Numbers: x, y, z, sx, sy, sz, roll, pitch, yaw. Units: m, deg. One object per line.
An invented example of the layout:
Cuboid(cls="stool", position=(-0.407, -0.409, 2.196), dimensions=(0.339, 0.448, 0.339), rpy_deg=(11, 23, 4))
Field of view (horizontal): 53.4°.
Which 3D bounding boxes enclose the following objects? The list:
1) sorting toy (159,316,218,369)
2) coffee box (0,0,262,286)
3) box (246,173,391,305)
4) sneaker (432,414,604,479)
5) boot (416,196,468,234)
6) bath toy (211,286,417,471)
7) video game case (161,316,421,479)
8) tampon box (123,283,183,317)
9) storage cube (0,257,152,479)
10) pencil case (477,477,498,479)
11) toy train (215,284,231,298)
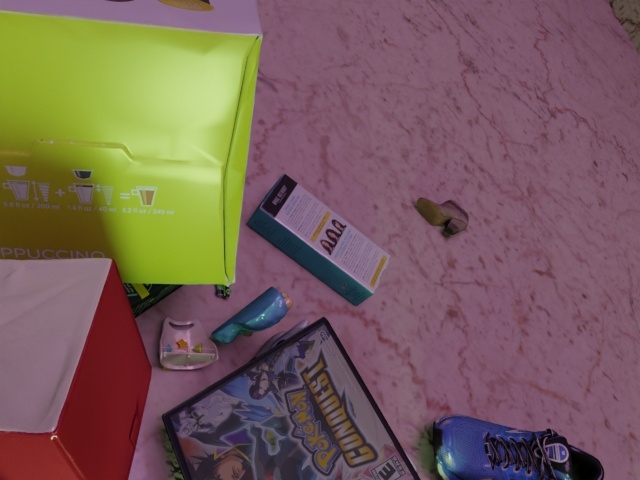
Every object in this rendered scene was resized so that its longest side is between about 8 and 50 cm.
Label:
Cuboid(cls="sorting toy", position=(-0.195, 0.143, 0.910), dimensions=(0.083, 0.045, 0.075), rpy_deg=(8, 51, -29))
Cuboid(cls="coffee box", position=(-0.263, -0.176, 0.761), dimensions=(0.338, 0.338, 0.334), rpy_deg=(2, 42, -13))
Cuboid(cls="box", position=(0.000, 0.000, 1.110), dimensions=(0.244, 0.060, 0.100), rpy_deg=(37, 48, -8))
Cuboid(cls="sneaker", position=(0.330, 0.351, 1.053), dimensions=(0.330, 0.147, 0.129), rpy_deg=(18, 54, -22))
Cuboid(cls="boot", position=(0.260, -0.063, 1.338), dimensions=(0.118, 0.042, 0.087), rpy_deg=(45, 42, -3))
Cuboid(cls="bath toy", position=(-0.007, 0.237, 0.920), dimensions=(0.129, 0.151, 0.348), rpy_deg=(-38, 90, -6))
Cuboid(cls="video game case", position=(-0.036, 0.264, 0.759), dimensions=(0.248, 0.035, 0.275), rpy_deg=(-31, 57, -1))
Cuboid(cls="tampon box", position=(-0.263, 0.032, 0.890), dimensions=(0.120, 0.101, 0.161), rpy_deg=(50, 48, 3))
Cuboid(cls="storage cube", position=(-0.284, 0.146, 0.608), dimensions=(0.184, 0.193, 0.215), rpy_deg=(1, 46, 1))
Cuboid(cls="pencil case", position=(0.386, 0.499, 0.976), dimensions=(0.410, 0.183, 0.160), rpy_deg=(26, 51, -19))
Cuboid(cls="toy train", position=(-0.156, 0.053, 1.006), dimensions=(0.024, 0.017, 0.083), rpy_deg=(3, 61, -21))
